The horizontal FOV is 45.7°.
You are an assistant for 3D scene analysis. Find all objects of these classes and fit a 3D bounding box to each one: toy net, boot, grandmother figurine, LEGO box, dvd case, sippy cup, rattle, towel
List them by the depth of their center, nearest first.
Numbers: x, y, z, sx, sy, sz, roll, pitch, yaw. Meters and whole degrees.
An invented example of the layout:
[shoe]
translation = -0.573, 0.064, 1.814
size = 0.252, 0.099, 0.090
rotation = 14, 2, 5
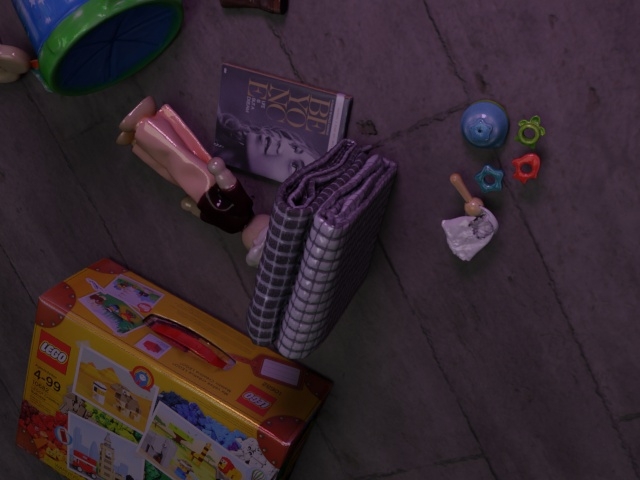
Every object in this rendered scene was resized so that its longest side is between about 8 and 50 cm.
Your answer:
[toy net]
translation = 0.243, -0.078, 1.083
size = 0.122, 0.045, 0.232
rotation = 14, 117, 17
[towel]
translation = 0.000, 0.000, 1.084
size = 0.121, 0.284, 0.235
rotation = 21, 121, 12
[boot]
translation = -0.102, -0.390, 1.117
size = 0.114, 0.037, 0.107
rotation = 17, 114, 23
[sippy cup]
translation = -0.359, -0.374, 1.131
size = 0.305, 0.240, 0.224
rotation = -35, 88, 26
[dvd case]
translation = -0.065, -0.173, 1.197
size = 0.221, 0.018, 0.165
rotation = 18, 117, 16
[grandmother figurine]
translation = -0.174, -0.083, 1.231
size = 0.342, 0.104, 0.208
rotation = 43, 165, -4
[rattle]
translation = -0.546, -0.347, 1.338
size = 0.199, 0.143, 0.130
rotation = 2, 145, 8
[LEGO box]
translation = -0.281, 0.323, 1.396
size = 0.499, 0.193, 0.373
rotation = 27, 120, 12
